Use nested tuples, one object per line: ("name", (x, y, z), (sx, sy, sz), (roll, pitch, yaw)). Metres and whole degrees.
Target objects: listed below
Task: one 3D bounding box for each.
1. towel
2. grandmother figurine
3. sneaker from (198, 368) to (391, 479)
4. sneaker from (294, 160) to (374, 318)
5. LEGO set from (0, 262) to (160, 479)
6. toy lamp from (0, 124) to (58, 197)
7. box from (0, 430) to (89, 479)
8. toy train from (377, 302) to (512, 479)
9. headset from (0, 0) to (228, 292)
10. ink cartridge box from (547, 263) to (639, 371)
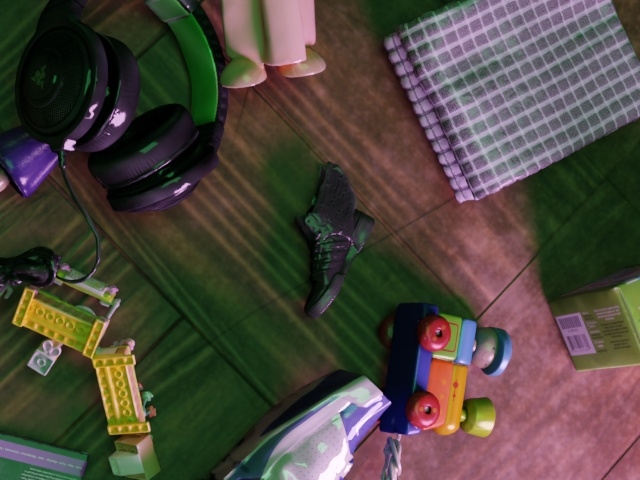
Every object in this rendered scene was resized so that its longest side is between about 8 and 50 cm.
("towel", (0.247, -0.205, 1.640), (0.283, 0.121, 0.235), (-28, 92, -15))
("grandmother figurine", (-0.060, -0.345, 1.475), (0.208, 0.104, 0.342), (-16, 118, -17))
("sneaker", (-0.031, 0.299, 1.526), (0.315, 0.127, 0.182), (-41, 99, -8))
("sneaker", (0.001, 0.000, 1.594), (0.089, 0.051, 0.170), (33, 73, -9))
("LEGO set", (-0.249, 0.123, 1.510), (0.132, 0.107, 0.287), (-41, 101, 20))
("toy lamp", (-0.400, -0.034, 1.480), (0.274, 0.080, 0.080), (-37, 94, -15))
("box", (-0.329, 0.295, 1.489), (0.116, 0.029, 0.162), (17, 79, -11))
("toy train", (0.138, 0.204, 1.589), (0.143, 0.105, 0.248), (13, 81, -26))
("headset", (-0.240, -0.116, 1.470), (0.243, 0.185, 0.394), (45, 49, -35))
("ink cartridge box", (0.428, 0.061, 1.626), (0.255, 0.189, 0.097), (-22, 89, -17))
